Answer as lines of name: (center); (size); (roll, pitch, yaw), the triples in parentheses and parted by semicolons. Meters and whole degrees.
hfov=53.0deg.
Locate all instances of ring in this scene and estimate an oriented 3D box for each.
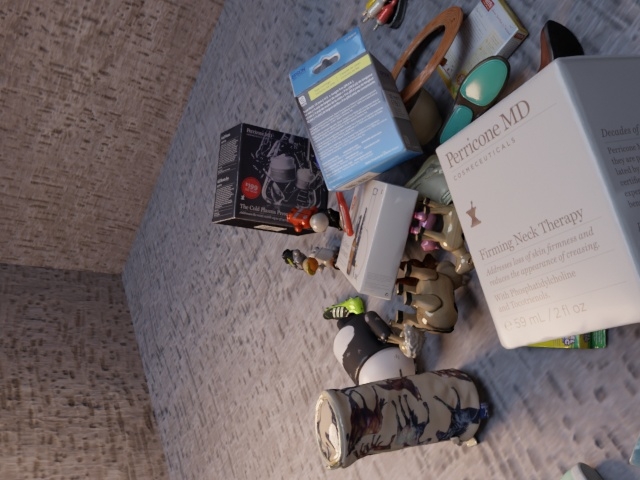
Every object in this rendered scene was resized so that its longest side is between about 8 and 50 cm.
ring: (0.275, -0.487, 1.746); (0.336, 0.032, 0.336); (-50, 18, 23)

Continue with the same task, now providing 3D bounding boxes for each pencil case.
pencil case: (0.177, 0.403, 1.454); (0.160, 0.410, 0.183); (-58, 43, 47)

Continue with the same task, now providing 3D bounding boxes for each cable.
cable: (0.234, -0.764, 1.944); (0.287, 0.072, 0.139); (-55, 47, 34)

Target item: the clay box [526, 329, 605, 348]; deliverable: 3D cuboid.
clay box: (0.491, 0.164, 1.362); (0.222, 0.053, 0.127); (-11, 74, 56)

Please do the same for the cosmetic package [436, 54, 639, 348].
cosmetic package: (0.466, -0.060, 1.093); (0.329, 0.328, 0.393); (-36, 67, 60)

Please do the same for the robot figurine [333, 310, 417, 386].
robot figurine: (0.145, 0.312, 1.741); (0.173, 0.209, 0.278); (-44, 40, 2)

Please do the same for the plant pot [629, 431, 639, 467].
plant pot: (0.647, 0.252, 0.950); (0.252, 0.248, 0.247); (21, 101, 33)

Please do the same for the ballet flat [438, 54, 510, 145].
ballet flat: (0.379, -0.350, 1.599); (0.096, 0.095, 0.280); (-51, -6, -49)

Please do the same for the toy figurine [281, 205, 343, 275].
toy figurine: (0.000, 0.000, 1.997); (0.148, 0.213, 0.209); (17, 100, 40)

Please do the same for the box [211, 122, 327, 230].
box: (-0.163, -0.195, 2.156); (0.179, 0.343, 0.312); (-8, 76, 57)

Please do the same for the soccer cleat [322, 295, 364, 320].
soccer cleat: (0.068, 0.227, 1.976); (0.179, 0.060, 0.072); (-31, 70, 49)

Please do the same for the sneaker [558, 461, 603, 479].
sneaker: (0.511, 0.567, 1.198); (0.151, 0.094, 0.256); (-55, 31, 25)

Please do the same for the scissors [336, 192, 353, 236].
scissors: (0.050, -0.156, 1.793); (0.109, 0.021, 0.297); (-174, 72, -86)

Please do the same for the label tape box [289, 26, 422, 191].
label tape box: (0.085, -0.334, 1.681); (0.249, 0.115, 0.347); (-26, 77, 32)

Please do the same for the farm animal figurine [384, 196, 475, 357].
farm animal figurine: (0.285, 0.088, 1.545); (0.330, 0.172, 0.326); (106, 176, -57)

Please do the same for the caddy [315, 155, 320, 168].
caddy: (0.093, -0.328, 1.928); (0.341, 0.179, 0.241); (-168, 72, -77)

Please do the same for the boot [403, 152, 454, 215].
boot: (0.296, -0.105, 1.698); (0.213, 0.077, 0.165); (-56, 44, 32)

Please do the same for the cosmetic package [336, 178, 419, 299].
cosmetic package: (0.145, -0.023, 1.759); (0.377, 0.098, 0.284); (-132, 57, -79)

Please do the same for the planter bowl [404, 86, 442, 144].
planter bowl: (0.261, -0.327, 1.743); (0.162, 0.109, 0.162); (-51, 19, 24)

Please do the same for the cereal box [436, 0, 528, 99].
cereal box: (0.404, -0.493, 1.648); (0.240, 0.047, 0.173); (-49, 45, 38)

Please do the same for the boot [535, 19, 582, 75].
boot: (0.484, -0.332, 1.492); (0.280, 0.096, 0.264); (139, 127, -58)
